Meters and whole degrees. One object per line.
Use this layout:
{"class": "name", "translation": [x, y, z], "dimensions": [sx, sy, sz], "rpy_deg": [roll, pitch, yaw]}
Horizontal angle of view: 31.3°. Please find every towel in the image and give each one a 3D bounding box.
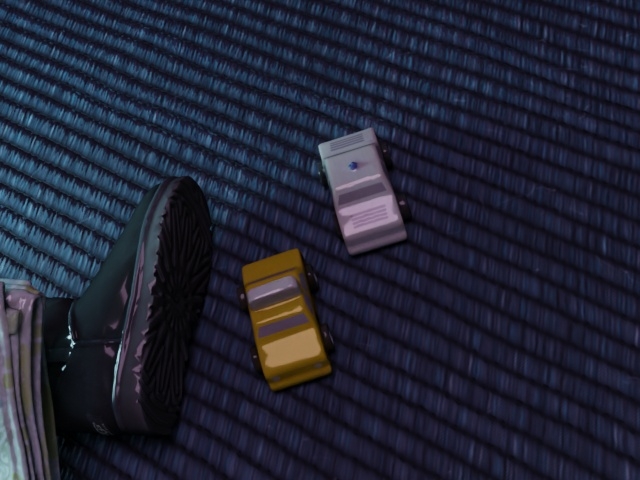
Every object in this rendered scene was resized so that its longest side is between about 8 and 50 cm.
{"class": "towel", "translation": [-0.481, 0.205, 1.326], "dimensions": [0.374, 0.090, 0.320], "rpy_deg": [-2, 97, 16]}

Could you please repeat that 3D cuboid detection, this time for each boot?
{"class": "boot", "translation": [-0.385, 0.085, 1.475], "dimensions": [0.445, 0.146, 0.367], "rpy_deg": [-4, 53, 19]}

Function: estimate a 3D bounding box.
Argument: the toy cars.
{"class": "toy cars", "translation": [0.000, 0.000, 1.440], "dimensions": [0.176, 0.087, 0.393], "rpy_deg": [18, 62, 26]}
